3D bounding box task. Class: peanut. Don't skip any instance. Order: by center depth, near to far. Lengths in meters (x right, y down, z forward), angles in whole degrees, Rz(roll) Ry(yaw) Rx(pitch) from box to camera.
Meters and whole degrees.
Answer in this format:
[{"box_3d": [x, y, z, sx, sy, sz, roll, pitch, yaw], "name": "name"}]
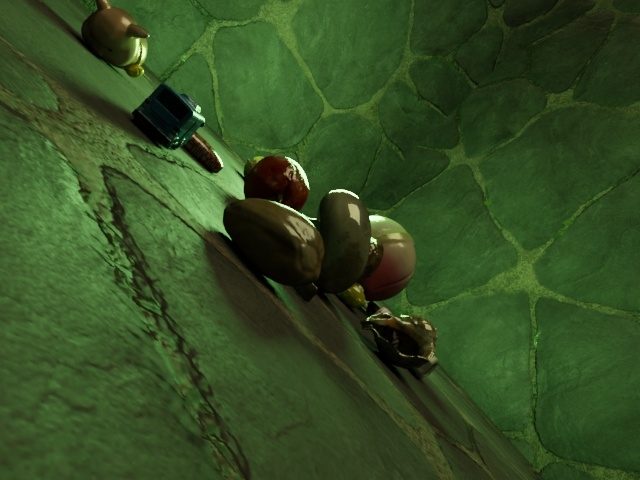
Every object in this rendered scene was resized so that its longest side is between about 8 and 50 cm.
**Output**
[{"box_3d": [-0.251, -0.277, 1.982, 0.129, 0.129, 0.224, 44, 3, -33], "name": "peanut"}]

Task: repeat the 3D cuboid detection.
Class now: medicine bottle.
[{"box_3d": [0.236, 0.289, 1.376, 0.219, 0.078, 0.115, 47, 5, 26], "name": "medicine bottle"}]

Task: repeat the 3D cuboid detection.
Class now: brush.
[{"box_3d": [-0.079, 0.034, 0.868, 0.190, 0.034, 0.027, 46, 12, 14], "name": "brush"}]

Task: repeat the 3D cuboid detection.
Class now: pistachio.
[{"box_3d": [-0.074, -0.002, 0.750, 0.185, 0.108, 0.126, 39, -22, 9], "name": "pistachio"}]

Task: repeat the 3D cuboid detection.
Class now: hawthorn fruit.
[{"box_3d": [-0.115, -0.132, 1.271, 0.179, 0.179, 0.200, 45, 4, -16], "name": "hawthorn fruit"}]

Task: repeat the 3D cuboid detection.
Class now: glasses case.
[{"box_3d": [-0.322, -0.250, 1.227, 0.194, 0.049, 0.073, 44, 3, -29], "name": "glasses case"}]

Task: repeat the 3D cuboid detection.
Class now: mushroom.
[{"box_3d": [0.000, 0.000, 1.118, 0.243, 0.243, 0.243, 45, 3, -3], "name": "mushroom"}]

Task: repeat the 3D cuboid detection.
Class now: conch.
[{"box_3d": [0.188, 0.223, 1.099, 0.207, 0.130, 0.155, 29, -4, -23], "name": "conch"}]

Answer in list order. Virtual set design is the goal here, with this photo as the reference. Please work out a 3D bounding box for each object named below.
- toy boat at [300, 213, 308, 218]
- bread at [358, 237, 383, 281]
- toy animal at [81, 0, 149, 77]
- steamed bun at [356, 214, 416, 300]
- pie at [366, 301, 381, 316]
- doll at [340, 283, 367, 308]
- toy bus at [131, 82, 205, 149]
[{"box_3d": [-0.057, -0.027, 1.561, 0.102, 0.088, 0.215, 49, 1, -4], "name": "toy boat"}, {"box_3d": [0.069, 0.045, 1.408, 0.229, 0.123, 0.230, 6, 13, -1], "name": "bread"}, {"box_3d": [-0.549, -0.543, 1.312, 0.165, 0.149, 0.248, 29, -5, -15], "name": "toy animal"}, {"box_3d": [0.174, 0.081, 1.611, 0.309, 0.309, 0.309, 45, 3, -3], "name": "steamed bun"}, {"box_3d": [0.227, 0.282, 1.672, 0.182, 0.049, 0.182, 47, 1, -1], "name": "pie"}, {"box_3d": [0.090, 0.152, 1.384, 0.106, 0.062, 0.162, 44, 4, 0], "name": "doll"}, {"box_3d": [-0.299, -0.249, 0.977, 0.090, 0.106, 0.185, 42, 3, -11], "name": "toy bus"}]
